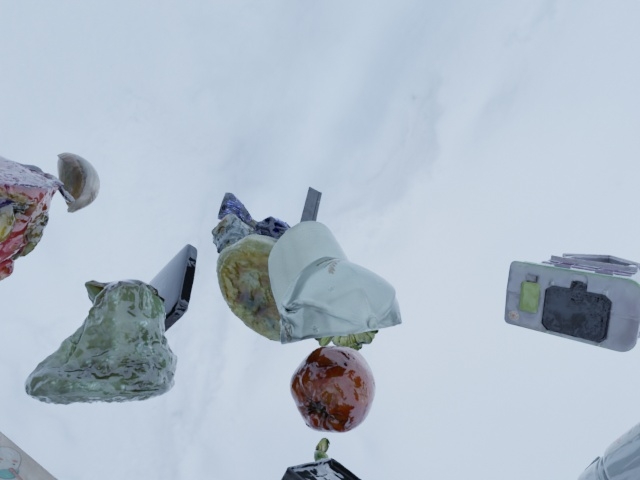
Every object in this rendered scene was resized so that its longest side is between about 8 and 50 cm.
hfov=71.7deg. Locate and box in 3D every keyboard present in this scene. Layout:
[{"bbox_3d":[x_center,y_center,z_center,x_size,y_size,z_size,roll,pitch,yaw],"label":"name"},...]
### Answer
[{"bbox_3d":[-0.044,-0.125,1.886,0.072,0.231,0.023,24,147,-21],"label":"keyboard"}]

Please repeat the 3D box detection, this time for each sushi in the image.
[{"bbox_3d":[-0.239,0.041,1.455,0.139,0.184,0.274,-46,110,-1],"label":"sushi"}]

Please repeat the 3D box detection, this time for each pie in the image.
[{"bbox_3d":[-0.124,0.128,1.122,0.338,0.075,0.337,8,125,11],"label":"pie"}]

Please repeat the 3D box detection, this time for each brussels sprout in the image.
[{"bbox_3d":[0.004,0.657,1.374,0.051,0.083,0.046,-27,103,18],"label":"brussels sprout"}]

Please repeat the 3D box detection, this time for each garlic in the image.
[{"bbox_3d":[-0.691,-0.178,1.267,0.102,0.195,0.087,-18,165,-16],"label":"garlic"}]

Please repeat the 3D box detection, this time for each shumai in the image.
[{"bbox_3d":[-0.557,0.264,1.195,0.325,0.323,0.397,0,168,14],"label":"shumai"}]

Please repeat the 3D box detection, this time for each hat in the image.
[{"bbox_3d":[0.031,0.072,0.918,0.258,0.301,0.168,-6,148,-29],"label":"hat"}]

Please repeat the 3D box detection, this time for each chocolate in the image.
[{"bbox_3d":[-0.267,-0.065,1.835,0.344,0.148,0.126,28,140,-8],"label":"chocolate"}]

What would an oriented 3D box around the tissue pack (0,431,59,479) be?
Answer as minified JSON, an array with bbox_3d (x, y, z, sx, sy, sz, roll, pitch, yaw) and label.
[{"bbox_3d":[-0.478,0.391,0.659,0.326,0.170,0.071,31,81,11],"label":"tissue pack"}]

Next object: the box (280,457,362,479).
[{"bbox_3d":[0.059,0.603,0.836,0.204,0.345,0.251,-61,150,-8],"label":"box"}]

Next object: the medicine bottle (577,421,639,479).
[{"bbox_3d":[0.515,0.349,0.660,0.145,0.144,0.252,15,124,-13],"label":"medicine bottle"}]

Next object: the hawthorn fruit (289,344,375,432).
[{"bbox_3d":[0.046,0.362,1.128,0.212,0.299,0.211,0,91,21],"label":"hawthorn fruit"}]

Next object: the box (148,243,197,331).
[{"bbox_3d":[-0.515,0.184,1.489,0.073,0.289,0.289,32,122,-31],"label":"box"}]

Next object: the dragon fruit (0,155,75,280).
[{"bbox_3d":[-0.625,-0.021,0.741,0.314,0.296,0.262,22,96,-26],"label":"dragon fruit"}]

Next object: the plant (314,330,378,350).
[{"bbox_3d":[0.131,0.362,1.965,0.261,0.306,0.297,54,149,8],"label":"plant"}]

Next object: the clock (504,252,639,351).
[{"bbox_3d":[0.579,0.119,0.958,0.310,0.235,0.166,-6,102,-45],"label":"clock"}]
